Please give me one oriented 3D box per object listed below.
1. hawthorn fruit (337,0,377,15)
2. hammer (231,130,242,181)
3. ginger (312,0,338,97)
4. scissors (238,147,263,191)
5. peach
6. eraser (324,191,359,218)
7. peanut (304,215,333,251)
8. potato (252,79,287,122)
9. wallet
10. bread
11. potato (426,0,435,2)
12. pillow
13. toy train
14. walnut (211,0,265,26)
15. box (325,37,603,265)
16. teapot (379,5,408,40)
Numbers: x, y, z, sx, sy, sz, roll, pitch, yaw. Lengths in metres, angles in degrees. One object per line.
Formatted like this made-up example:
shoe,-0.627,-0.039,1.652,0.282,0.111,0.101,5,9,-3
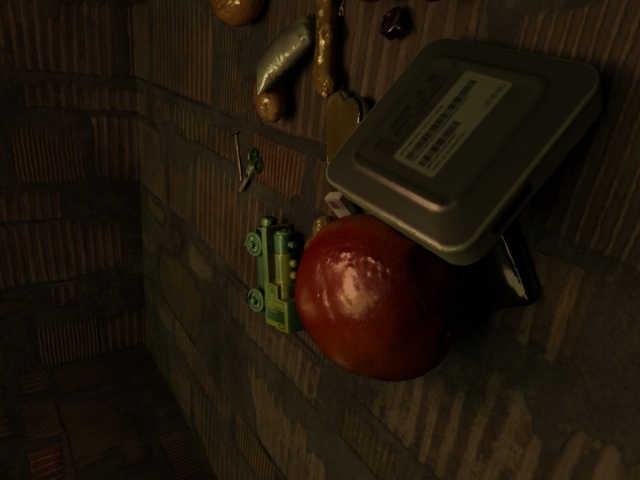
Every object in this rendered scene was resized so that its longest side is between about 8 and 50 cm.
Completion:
hawthorn fruit,0.094,-0.609,0.986,0.299,0.211,0.211,-50,57,58
hammer,-0.322,-0.330,1.826,0.062,0.013,0.199,0,97,56
ginger,0.012,-0.533,1.229,0.118,0.065,0.299,-150,58,-71
scissors,-0.270,-0.253,1.755,0.204,0.027,0.101,-55,50,43
peach,0.117,0.110,0.943,0.372,0.290,0.373,-11,77,52
eraser,0.061,-0.086,1.252,0.065,0.026,0.105,0,138,53
peanut,0.000,0.000,1.365,0.082,0.082,0.187,55,139,33
potato,-0.159,-0.448,1.467,0.118,0.109,0.178,-46,41,33
wallet,0.274,0.074,1.008,0.377,0.051,0.197,-30,75,55
bread,0.083,-0.248,1.207,0.207,0.056,0.286,16,111,57
potato,0.258,-0.536,0.808,0.158,0.178,0.203,17,87,37
pillow,-0.107,-0.535,1.341,0.254,0.078,0.144,-32,46,38
toy train,-0.138,0.104,1.549,0.237,0.150,0.369,9,105,46
walnut,-0.273,-0.791,1.520,0.197,0.165,0.165,6,102,48
box,0.221,-0.180,0.816,0.367,0.090,0.373,-50,46,-2
teapot,0.167,-0.484,1.043,0.068,0.045,0.100,-50,35,21
